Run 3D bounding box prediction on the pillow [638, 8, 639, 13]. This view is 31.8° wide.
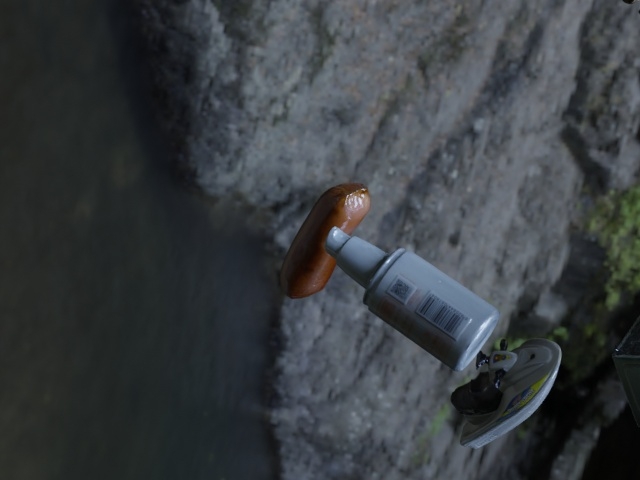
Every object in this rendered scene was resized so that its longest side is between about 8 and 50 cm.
[{"bbox_3d":[0.671,-0.280,1.623,0.312,0.310,0.119,35,62,-32],"label":"pillow"}]

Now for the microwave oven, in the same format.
[{"bbox_3d":[0.574,0.180,1.767,0.205,0.129,0.163,-45,121,-38],"label":"microwave oven"}]

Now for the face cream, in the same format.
[{"bbox_3d":[0.110,0.066,1.501,0.101,0.252,0.101,-49,162,-21],"label":"face cream"}]

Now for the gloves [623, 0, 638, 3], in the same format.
[{"bbox_3d":[0.464,-0.499,1.683,0.203,0.155,0.356,70,33,-51],"label":"gloves"}]

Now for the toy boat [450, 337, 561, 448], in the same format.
[{"bbox_3d":[0.317,0.255,1.973,0.269,0.141,0.140,114,-1,-48],"label":"toy boat"}]

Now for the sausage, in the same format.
[{"bbox_3d":[0.000,0.000,1.879,0.083,0.089,0.300,61,-34,26],"label":"sausage"}]
